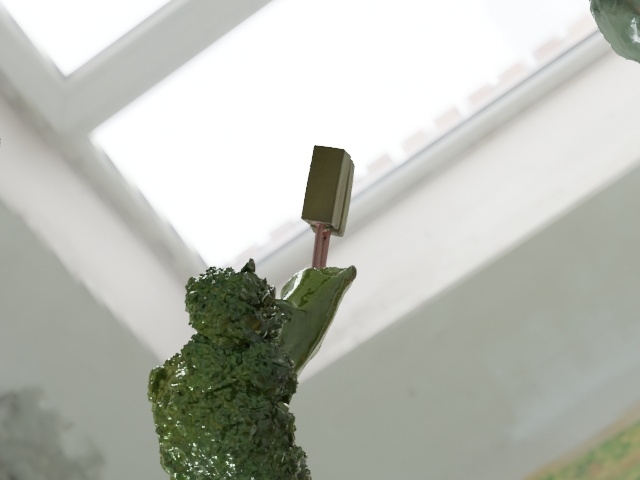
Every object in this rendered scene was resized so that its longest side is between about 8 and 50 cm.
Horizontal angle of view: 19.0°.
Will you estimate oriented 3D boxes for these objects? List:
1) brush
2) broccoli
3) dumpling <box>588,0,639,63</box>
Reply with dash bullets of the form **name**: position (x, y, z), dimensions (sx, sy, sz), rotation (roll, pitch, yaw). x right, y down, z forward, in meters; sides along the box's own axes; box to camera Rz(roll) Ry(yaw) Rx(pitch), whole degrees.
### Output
- **brush**: position (0.000, 0.000, 2.482), dimensions (0.103, 0.047, 0.233), rotation (43, -124, -76)
- **broccoli**: position (-0.093, 0.130, 2.018), dimensions (0.254, 0.186, 0.302), rotation (51, -140, -57)
- **dumpling**: position (0.294, -0.229, 1.799), dimensions (0.104, 0.149, 0.217), rotation (7, -131, -22)
